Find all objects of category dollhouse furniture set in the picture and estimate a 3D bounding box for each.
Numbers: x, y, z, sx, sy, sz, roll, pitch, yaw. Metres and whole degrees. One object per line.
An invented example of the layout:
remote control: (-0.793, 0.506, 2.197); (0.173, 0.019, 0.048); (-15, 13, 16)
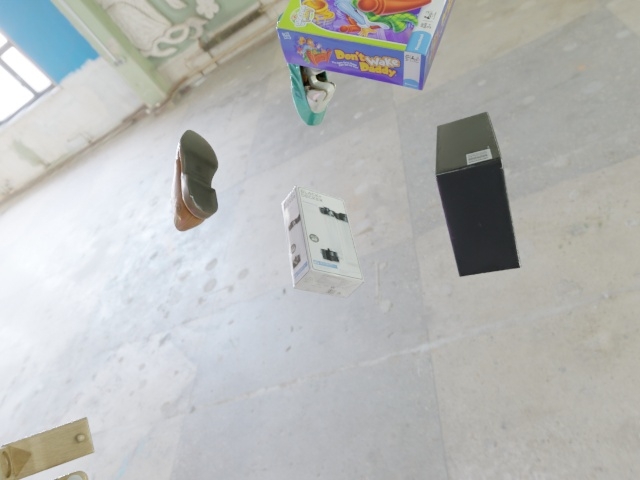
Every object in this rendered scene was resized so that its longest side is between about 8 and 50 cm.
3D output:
dollhouse furniture set: (-0.392, 0.345, 0.679); (0.123, 0.144, 0.151); (-15, -12, -18)

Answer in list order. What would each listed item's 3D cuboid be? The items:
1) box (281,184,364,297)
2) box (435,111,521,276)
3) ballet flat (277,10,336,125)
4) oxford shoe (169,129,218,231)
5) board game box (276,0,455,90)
box: (0.000, 0.000, 1.301); (0.087, 0.169, 0.290); (-49, 38, 39)
box: (0.263, -0.088, 0.828); (0.103, 0.184, 0.261); (-14, 24, 21)
ballet flat: (-0.017, -0.323, 0.947); (0.087, 0.247, 0.083); (28, 59, 38)
oxford shoe: (-0.213, -0.102, 0.779); (0.076, 0.076, 0.212); (-37, 40, 26)
board game box: (0.104, -0.425, 0.789); (0.233, 0.078, 0.347); (16, 71, 15)
